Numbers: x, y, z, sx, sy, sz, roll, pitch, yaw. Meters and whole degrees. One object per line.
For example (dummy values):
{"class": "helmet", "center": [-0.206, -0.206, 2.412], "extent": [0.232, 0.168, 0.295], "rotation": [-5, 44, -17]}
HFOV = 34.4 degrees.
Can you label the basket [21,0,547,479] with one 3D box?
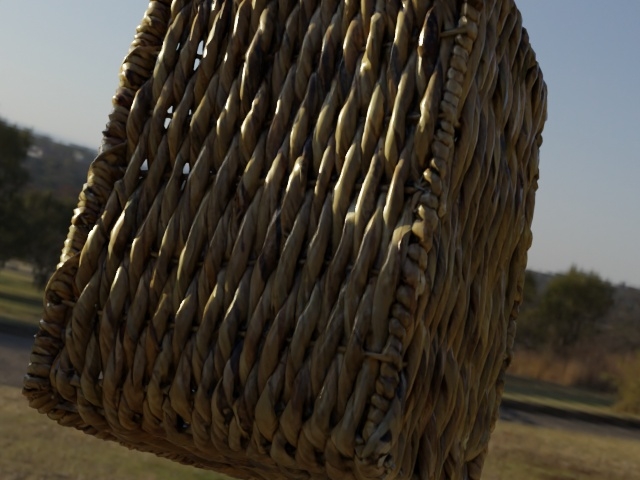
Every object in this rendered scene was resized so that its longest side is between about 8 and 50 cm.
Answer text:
{"class": "basket", "center": [0.000, 0.000, 0.635], "extent": [0.223, 0.299, 0.213], "rotation": [5, -18, 25]}
